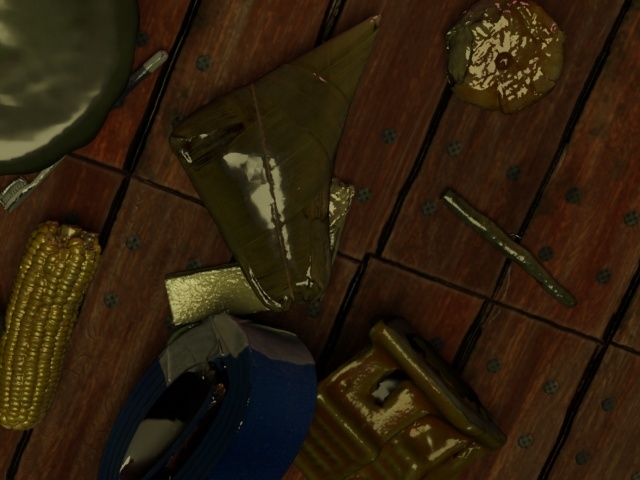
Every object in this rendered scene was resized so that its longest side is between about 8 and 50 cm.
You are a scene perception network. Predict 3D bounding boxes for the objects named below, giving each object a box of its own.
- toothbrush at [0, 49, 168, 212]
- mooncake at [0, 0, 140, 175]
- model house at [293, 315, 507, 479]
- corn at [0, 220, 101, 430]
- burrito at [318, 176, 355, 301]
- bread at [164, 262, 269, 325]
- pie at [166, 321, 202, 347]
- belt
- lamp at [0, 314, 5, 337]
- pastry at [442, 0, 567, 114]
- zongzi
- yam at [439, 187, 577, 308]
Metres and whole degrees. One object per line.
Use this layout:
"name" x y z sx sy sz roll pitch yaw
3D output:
"toothbrush" -0.296 -0.139 1.905 0.288 0.024 0.026 -42 89 11
"mooncake" -0.374 -0.240 1.763 0.351 0.187 0.351 0 92 -14
"model house" 0.077 0.241 1.951 0.239 0.173 0.268 -39 101 8
"corn" -0.354 0.111 1.943 0.101 0.101 0.292 16 109 -6
"burrito" 0.001 0.000 1.947 0.051 0.042 0.171 19 101 11
"bread" -0.123 0.065 1.968 0.153 0.028 0.068 -10 107 2
"pie" -0.159 0.137 1.982 0.085 0.017 0.085 -4 128 -5
"belt" -0.147 0.247 1.913 0.117 0.212 0.347 18 121 -38
"lamp" -0.517 0.110 1.924 0.250 0.101 0.101 -1 107 13
"pastry" 0.226 -0.227 1.867 0.153 0.081 0.153 -3 107 -12
"zongzi" 0.003 -0.089 1.858 0.300 0.145 0.274 -29 96 3
"yam" 0.245 0.010 1.968 0.234 0.029 0.027 39 128 -14
